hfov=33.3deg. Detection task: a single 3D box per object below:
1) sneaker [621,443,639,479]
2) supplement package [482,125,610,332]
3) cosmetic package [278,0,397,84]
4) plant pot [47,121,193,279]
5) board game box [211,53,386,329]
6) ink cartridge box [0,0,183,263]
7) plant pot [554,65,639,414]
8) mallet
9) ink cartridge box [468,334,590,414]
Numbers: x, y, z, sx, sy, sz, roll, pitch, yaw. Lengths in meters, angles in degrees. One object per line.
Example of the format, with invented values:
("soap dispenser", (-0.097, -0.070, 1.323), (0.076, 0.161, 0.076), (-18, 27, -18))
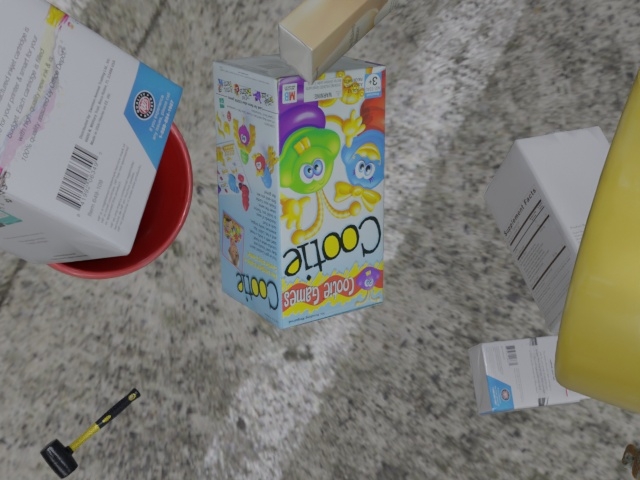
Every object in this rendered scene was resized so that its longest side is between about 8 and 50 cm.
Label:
("sneaker", (0.328, 0.223, 1.062), (0.037, 0.083, 0.032), (20, 95, 2))
("supplement package", (0.435, -0.022, 1.826), (0.177, 0.175, 0.293), (-10, 61, -21))
("cosmetic package", (0.017, -0.195, 0.923), (0.041, 0.060, 0.115), (41, 74, 14))
("plant pot", (-0.351, -0.078, 1.574), (0.275, 0.243, 0.275), (1, 87, -25))
("board game box", (-0.023, -0.063, 1.205), (0.142, 0.144, 0.275), (-12, 112, -31))
("ink cartridge box", (-0.323, -0.120, 1.082), (0.270, 0.197, 0.198), (31, 65, -38))
("plant pot", (0.292, 0.006, 0.631), (0.239, 0.254, 0.254), (19, 91, 19))
("mallet", (-0.382, 0.306, 1.778), (0.062, 0.039, 0.189), (46, 67, -10))
("ink cartridge box", (0.323, 0.202, 1.618), (0.180, 0.060, 0.104), (-3, 75, -15))
